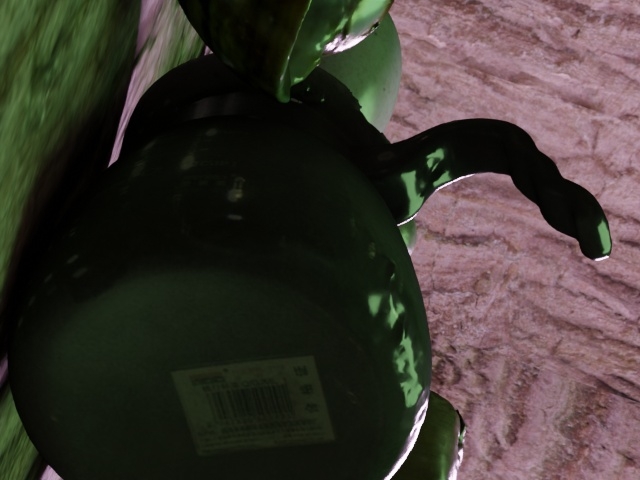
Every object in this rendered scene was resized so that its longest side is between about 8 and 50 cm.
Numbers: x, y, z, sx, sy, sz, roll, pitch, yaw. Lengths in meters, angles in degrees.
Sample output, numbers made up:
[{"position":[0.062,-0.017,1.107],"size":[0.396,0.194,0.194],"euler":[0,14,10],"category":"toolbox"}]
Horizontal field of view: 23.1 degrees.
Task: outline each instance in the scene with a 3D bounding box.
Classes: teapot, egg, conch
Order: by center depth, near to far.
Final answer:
[{"position":[-0.024,-0.160,0.892],"size":[0.181,0.124,0.187],"euler":[72,37,-65],"category":"conch"},{"position":[-0.019,-0.013,0.905],"size":[0.305,0.223,0.285],"euler":[-36,-155,22],"category":"teapot"},{"position":[-0.007,-0.156,1.568],"size":[0.169,0.169,0.236],"euler":[109,4,-65],"category":"egg"}]

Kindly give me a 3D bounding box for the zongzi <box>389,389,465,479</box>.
[{"position":[-0.047,0.231,1.654],"size":[0.393,0.356,0.174],"euler":[114,-14,-66],"category":"zongzi"}]

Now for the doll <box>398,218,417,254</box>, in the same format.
[{"position":[-0.056,0.043,1.331],"size":[0.228,0.154,0.258],"euler":[-2,127,-45],"category":"doll"}]
